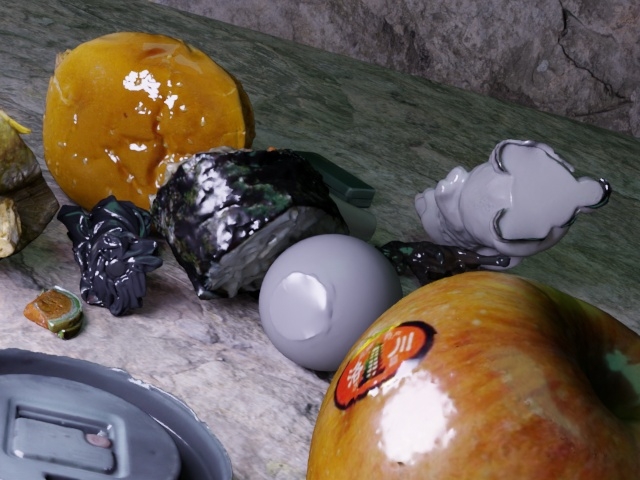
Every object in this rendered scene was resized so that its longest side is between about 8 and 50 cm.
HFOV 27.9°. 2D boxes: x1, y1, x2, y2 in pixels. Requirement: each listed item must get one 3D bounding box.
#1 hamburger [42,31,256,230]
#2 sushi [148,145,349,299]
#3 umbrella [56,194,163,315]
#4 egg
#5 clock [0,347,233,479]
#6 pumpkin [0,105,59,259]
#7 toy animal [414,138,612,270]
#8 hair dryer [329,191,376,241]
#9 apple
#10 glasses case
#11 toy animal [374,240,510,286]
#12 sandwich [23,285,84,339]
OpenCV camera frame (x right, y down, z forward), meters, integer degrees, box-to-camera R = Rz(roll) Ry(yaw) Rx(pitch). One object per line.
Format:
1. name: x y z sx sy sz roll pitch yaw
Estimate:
1. hamburger: -0.259 -0.164 1.904 0.314 0.290 0.170 18 15 -2
2. sushi: -0.093 -0.031 1.748 0.171 0.211 0.350 52 16 15
3. umbrella: -0.279 0.001 1.709 0.122 0.110 0.272 -19 25 -6
4. egg: 0.020 0.078 1.665 0.176 0.176 0.232 27 18 24
5. clock: -0.244 0.203 1.198 0.325 0.067 0.325 17 18 -6
6. pumpkin: -0.405 -0.070 1.496 0.222 0.139 0.317 45 -18 14
7. toy animal: 0.306 -0.050 2.233 0.258 0.194 0.357 17 -15 -13
8. hair dryer: 0.010 -0.013 2.108 0.298 0.119 0.296 48 25 26
9. apple: 0.171 0.227 1.179 0.400 0.333 0.400 28 28 -17
10. glasses case: 0.018 -0.119 2.475 0.078 0.039 0.184 1 25 -46
11. toy animal: 0.200 0.033 2.147 0.232 0.084 0.148 2 23 -35
12. sandwich: -0.316 0.085 1.541 0.069 0.026 0.101 20 18 -3
